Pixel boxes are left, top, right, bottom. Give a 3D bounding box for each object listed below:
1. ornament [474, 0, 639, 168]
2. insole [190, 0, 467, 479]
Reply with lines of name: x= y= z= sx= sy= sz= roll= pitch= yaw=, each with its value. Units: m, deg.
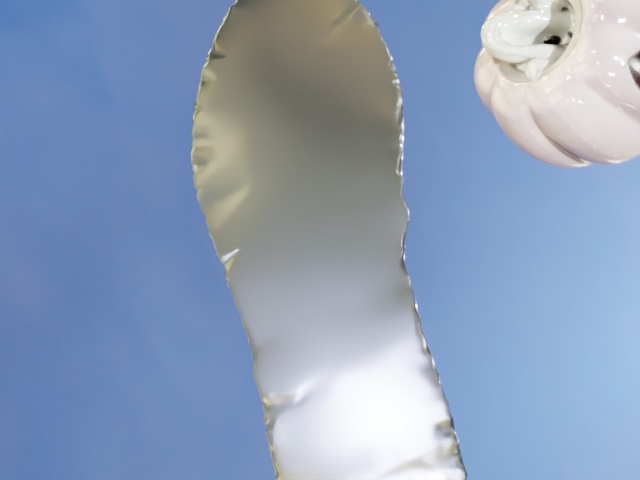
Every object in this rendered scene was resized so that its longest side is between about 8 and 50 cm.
ornament: x=0.210 y=-0.149 z=1.260 sx=0.177 sy=0.177 sz=0.177 roll=42 pitch=-146 yaw=-38
insole: x=0.000 y=0.000 z=0.691 sx=0.007 sy=0.109 sz=0.322 roll=49 pitch=-157 yaw=-54
